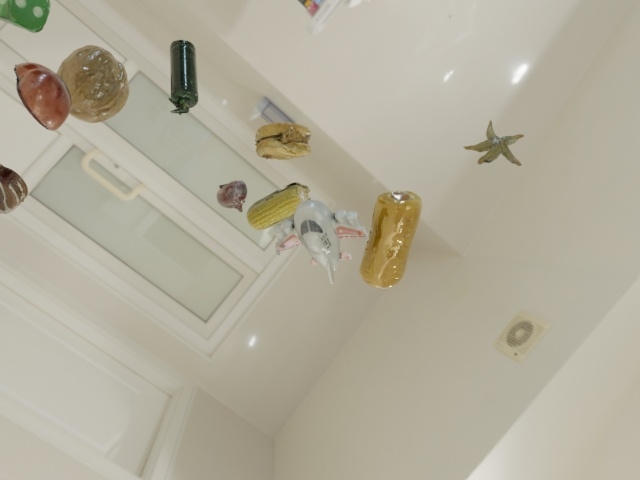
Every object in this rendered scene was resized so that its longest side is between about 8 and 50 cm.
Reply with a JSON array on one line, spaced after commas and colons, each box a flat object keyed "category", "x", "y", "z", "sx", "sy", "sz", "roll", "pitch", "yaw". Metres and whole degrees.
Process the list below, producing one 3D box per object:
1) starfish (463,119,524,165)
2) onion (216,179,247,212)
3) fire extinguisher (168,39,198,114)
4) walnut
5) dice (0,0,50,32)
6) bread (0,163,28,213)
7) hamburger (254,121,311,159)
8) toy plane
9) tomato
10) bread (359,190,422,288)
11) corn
[{"category": "starfish", "x": 0.588, "y": -0.328, "z": 1.530, "sx": 0.053, "sy": 0.208, "sz": 0.176, "roll": 103, "pitch": -22, "yaw": -64}, {"category": "onion", "x": -0.410, "y": -0.195, "z": 2.058, "sx": 0.098, "sy": 0.151, "sz": 0.206, "roll": -8, "pitch": 167, "yaw": -36}, {"category": "fire extinguisher", "x": -0.489, "y": -0.567, "z": 1.615, "sx": 0.095, "sy": 0.114, "sz": 0.311, "roll": -26, "pitch": -116, "yaw": 35}, {"category": "walnut", "x": -0.960, "y": -0.659, "z": 1.935, "sx": 0.252, "sy": 0.277, "sz": 0.313, "roll": -3, "pitch": -130, "yaw": 50}, {"category": "dice", "x": -0.918, "y": -0.721, "z": 1.392, "sx": 0.120, "sy": 0.128, "sz": 0.131, "roll": 5, "pitch": 106, "yaw": -62}, {"category": "bread", "x": -0.996, "y": -0.157, "z": 1.404, "sx": 0.160, "sy": 0.160, "sz": 0.073, "roll": -44, "pitch": -150, "yaw": 26}, {"category": "hamburger", "x": -0.098, "y": -0.255, "z": 1.179, "sx": 0.147, "sy": 0.083, "sz": 0.138, "roll": -6, "pitch": 179, "yaw": 40}, {"category": "toy plane", "x": 0.000, "y": -0.003, "z": 1.200, "sx": 0.252, "sy": 0.252, "sz": 0.118, "roll": -41, "pitch": -149, "yaw": 36}, {"category": "tomato", "x": -0.862, "y": -0.465, "z": 1.457, "sx": 0.112, "sy": 0.228, "sz": 0.199, "roll": -22, "pitch": 158, "yaw": -4}, {"category": "bread", "x": 0.201, "y": 0.005, "z": 1.311, "sx": 0.091, "sy": 0.142, "sz": 0.305, "roll": -108, "pitch": -157, "yaw": -56}, {"category": "corn", "x": -0.180, "y": -0.143, "z": 1.947, "sx": 0.305, "sy": 0.122, "sz": 0.123, "roll": -22, "pitch": -117, "yaw": 24}]
